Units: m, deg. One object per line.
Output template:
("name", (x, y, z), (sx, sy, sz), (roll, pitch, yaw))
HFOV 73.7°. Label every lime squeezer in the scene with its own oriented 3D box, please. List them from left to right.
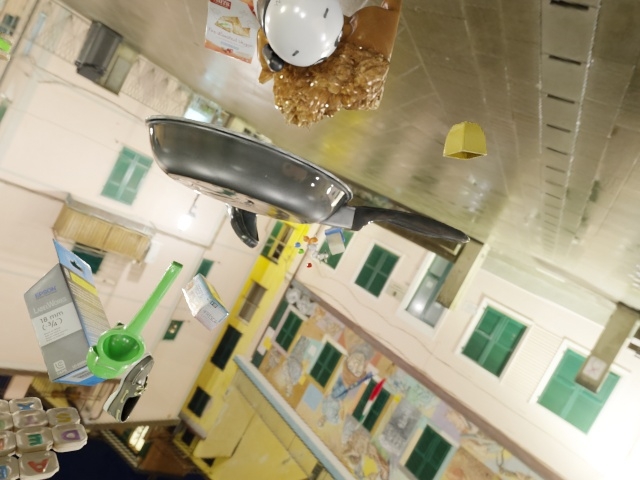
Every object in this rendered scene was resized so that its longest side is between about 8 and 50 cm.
("lime squeezer", (-0.256, 0.128, 0.573), (0.059, 0.110, 0.310), (44, 138, -10))

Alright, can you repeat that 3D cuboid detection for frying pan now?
("frying pan", (-0.020, -0.040, 0.436), (0.326, 0.053, 0.197), (22, 174, -38))

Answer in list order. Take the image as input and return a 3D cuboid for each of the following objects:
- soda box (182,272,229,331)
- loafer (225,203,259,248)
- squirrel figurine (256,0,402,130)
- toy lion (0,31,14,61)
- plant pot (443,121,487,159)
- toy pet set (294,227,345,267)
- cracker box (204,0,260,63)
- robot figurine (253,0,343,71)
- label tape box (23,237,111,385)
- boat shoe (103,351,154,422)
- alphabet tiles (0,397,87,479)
("soda box", (-0.278, 0.144, 1.027), (0.058, 0.063, 0.183), (50, 171, -28))
("loafer", (-0.203, -0.074, 1.153), (0.076, 0.078, 0.223), (43, -164, -49))
("squirrel figurine", (-0.005, -0.477, 1.122), (0.369, 0.281, 0.397), (12, -134, 3))
("toy lion", (-0.463, -0.275, 0.551), (0.100, 0.034, 0.096), (7, 170, 10))
("plant pot", (0.381, -0.264, 1.121), (0.081, 0.084, 0.081), (5, 179, -22))
("toy pet set", (0.000, 0.000, 1.048), (0.122, 0.114, 0.065), (68, -172, -58))
("cracker box", (-0.258, -0.657, 1.289), (0.155, 0.067, 0.232), (15, 159, -14))
("robot figurine", (-0.050, -0.497, 0.930), (0.209, 0.173, 0.278), (87, 168, -47))
("label tape box", (-0.642, 0.196, 1.107), (0.334, 0.105, 0.241), (61, 164, 15))
("boat shoe", (-0.703, 0.555, 1.611), (0.091, 0.305, 0.109), (39, -167, 14))
("alphabet tiles", (-0.589, 0.352, 0.771), (0.284, 0.021, 0.277), (12, -177, -40))
